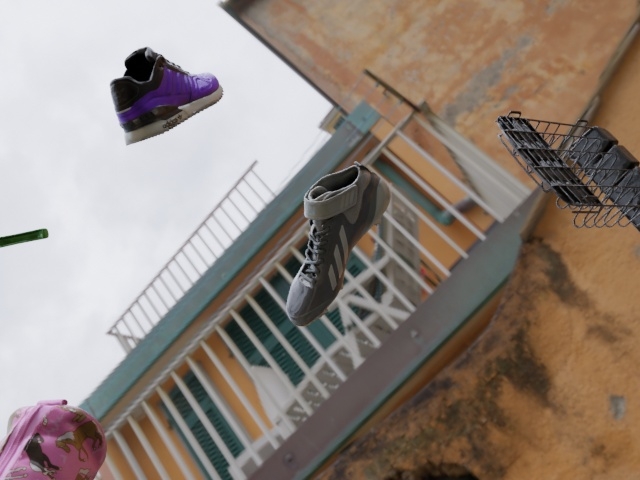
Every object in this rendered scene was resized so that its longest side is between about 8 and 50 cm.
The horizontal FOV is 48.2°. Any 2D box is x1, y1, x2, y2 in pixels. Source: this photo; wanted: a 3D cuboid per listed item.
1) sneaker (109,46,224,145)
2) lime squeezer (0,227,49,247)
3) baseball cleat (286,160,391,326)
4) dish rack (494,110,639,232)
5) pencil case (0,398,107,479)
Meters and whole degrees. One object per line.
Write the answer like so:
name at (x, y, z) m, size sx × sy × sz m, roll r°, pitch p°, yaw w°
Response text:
sneaker at (-0.282, -0.290, 1.311) m, size 0.146 × 0.102 × 0.293 m, roll 66°, pitch -152°, yaw -19°
lime squeezer at (-0.523, 0.010, 0.959) m, size 0.310 × 0.059 × 0.110 m, roll -7°, pitch -20°, yaw -15°
baseball cleat at (0.000, 0.000, 0.852) m, size 0.109 × 0.072 × 0.206 m, roll 33°, pitch -94°, yaw -43°
dish rack at (0.367, -0.093, 1.011) m, size 0.271 × 0.208 × 0.074 m, roll 0°, pitch -45°, yaw -34°
pencil case at (-0.419, 0.392, 0.945) m, size 0.167 × 0.160 × 0.386 m, roll -51°, pitch 13°, yaw 30°
